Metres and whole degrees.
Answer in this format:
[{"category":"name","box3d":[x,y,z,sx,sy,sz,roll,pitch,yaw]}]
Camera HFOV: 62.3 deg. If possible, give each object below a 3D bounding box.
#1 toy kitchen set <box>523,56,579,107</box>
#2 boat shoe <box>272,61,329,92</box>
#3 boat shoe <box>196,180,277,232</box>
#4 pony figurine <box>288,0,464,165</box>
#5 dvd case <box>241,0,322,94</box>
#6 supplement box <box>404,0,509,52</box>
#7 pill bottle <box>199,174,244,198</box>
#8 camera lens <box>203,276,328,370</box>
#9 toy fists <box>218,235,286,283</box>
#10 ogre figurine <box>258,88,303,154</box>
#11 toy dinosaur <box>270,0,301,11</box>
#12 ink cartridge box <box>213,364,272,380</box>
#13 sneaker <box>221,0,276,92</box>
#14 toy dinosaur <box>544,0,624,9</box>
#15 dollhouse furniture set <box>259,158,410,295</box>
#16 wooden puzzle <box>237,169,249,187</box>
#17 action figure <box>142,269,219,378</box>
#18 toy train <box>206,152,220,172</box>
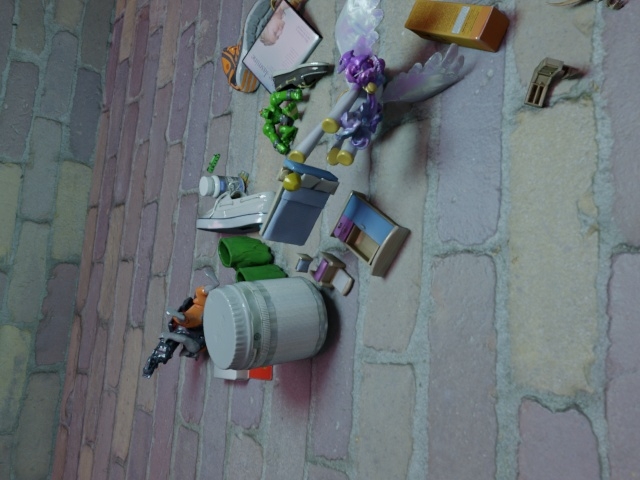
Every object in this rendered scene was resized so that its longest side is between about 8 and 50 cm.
[{"category":"toy kitchen set","box3d":[0.441,-0.296,1.007,0.068,0.083,0.075,17,96,7]},{"category":"boat shoe","box3d":[-0.058,-0.492,1.606,0.227,0.081,0.069,4,101,46]},{"category":"boat shoe","box3d":[-0.270,-0.111,1.710,0.367,0.135,0.157,-6,77,45]},{"category":"pony figurine","box3d":[0.101,-0.350,1.229,0.364,0.302,0.351,-61,15,-25]},{"category":"dvd case","box3d":[-0.129,-0.607,1.687,0.180,0.022,0.253,49,122,8]},{"category":"supplement box","box3d":[0.302,-0.489,1.197,0.233,0.078,0.080,33,106,46]},{"category":"pill bottle","box3d":[-0.333,-0.180,1.785,0.078,0.137,0.078,1,92,52]},{"category":"camera lens","box3d":[-0.135,0.209,1.357,0.219,0.274,0.220,6,98,55]},{"category":"toy fists","box3d":[-0.199,0.087,1.582,0.279,0.142,0.096,52,135,42]},{"category":"ogre figurine","box3d":[-0.125,-0.379,1.644,0.118,0.096,0.197,29,132,34]},{"category":"toy dinosaur","box3d":[-0.110,-0.735,1.711,0.112,0.064,0.211,42,110,20]},{"category":"ink cartridge box","box3d":[-0.239,0.292,1.640,0.238,0.060,0.275,-13,72,48]},{"category":"sneaker","box3d":[-0.265,-0.688,1.844,0.180,0.124,0.321,32,105,46]},{"category":"toy dinosaur","box3d":[0.521,-0.466,0.978,0.183,0.053,0.093,-32,43,31]},{"category":"dollhouse furniture set","box3d":[0.000,0.000,1.252,0.198,0.303,0.286,45,114,45]},{"category":"wooden puzzle","box3d":[-0.267,-0.214,1.826,0.083,0.006,0.049,29,103,48]},{"category":"action figure","box3d":[-0.424,0.300,1.708,0.330,0.178,0.341,104,-172,-48]},{"category":"toy train","box3d":[-0.403,-0.291,1.984,0.017,0.023,0.083,49,117,42]}]
